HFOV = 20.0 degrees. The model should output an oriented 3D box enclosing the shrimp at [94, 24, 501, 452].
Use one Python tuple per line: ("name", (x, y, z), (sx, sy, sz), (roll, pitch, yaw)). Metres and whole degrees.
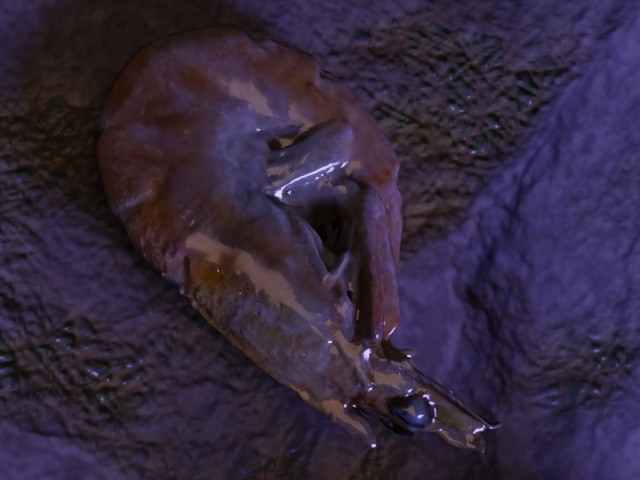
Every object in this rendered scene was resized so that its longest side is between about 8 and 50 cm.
("shrimp", (0.000, 0.000, 1.096), (0.317, 0.077, 0.168), (44, 77, -2))
